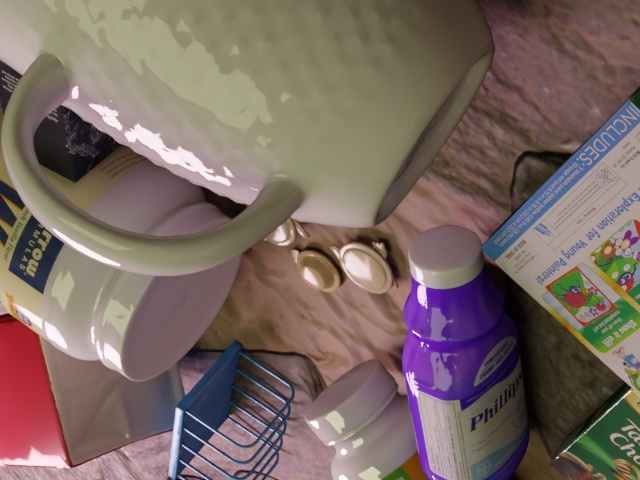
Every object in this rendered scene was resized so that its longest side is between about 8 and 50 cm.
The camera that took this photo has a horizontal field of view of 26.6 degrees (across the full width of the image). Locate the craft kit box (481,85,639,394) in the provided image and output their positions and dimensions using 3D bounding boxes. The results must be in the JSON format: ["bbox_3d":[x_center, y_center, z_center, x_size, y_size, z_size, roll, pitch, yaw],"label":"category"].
[{"bbox_3d":[0.283,0.021,1.077,0.246,0.061,0.250,46,146,5],"label":"craft kit box"}]

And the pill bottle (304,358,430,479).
[{"bbox_3d":[0.097,0.250,1.434,0.246,0.136,0.136,51,146,-8],"label":"pill bottle"}]

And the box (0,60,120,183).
[{"bbox_3d":[-0.232,-0.171,1.331,0.093,0.156,0.158,28,142,23],"label":"box"}]

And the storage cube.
[{"bbox_3d":[-0.301,0.170,1.687,0.193,0.183,0.215,-11,93,51],"label":"storage cube"}]

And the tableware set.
[{"bbox_3d":[0.000,0.000,1.384,0.168,0.020,0.141,-11,119,50],"label":"tableware set"}]

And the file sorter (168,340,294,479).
[{"bbox_3d":[-0.106,0.233,1.653,0.104,0.118,0.170,31,143,14],"label":"file sorter"}]

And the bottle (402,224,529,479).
[{"bbox_3d":[0.134,0.114,1.273,0.092,0.118,0.283,21,138,36],"label":"bottle"}]

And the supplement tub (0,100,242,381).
[{"bbox_3d":[-0.269,-0.017,1.459,0.324,0.235,0.235,32,144,20],"label":"supplement tub"}]

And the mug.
[{"bbox_3d":[-0.074,-0.134,1.013,0.328,0.374,0.276,34,153,8],"label":"mug"}]

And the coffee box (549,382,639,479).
[{"bbox_3d":[0.297,0.196,1.251,0.113,0.040,0.184,41,146,7],"label":"coffee box"}]
